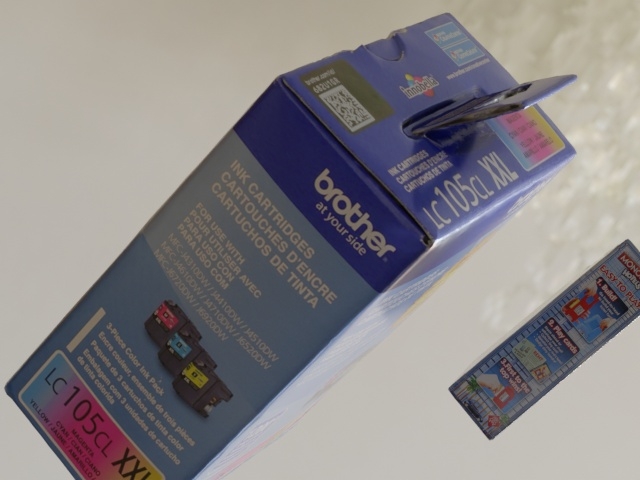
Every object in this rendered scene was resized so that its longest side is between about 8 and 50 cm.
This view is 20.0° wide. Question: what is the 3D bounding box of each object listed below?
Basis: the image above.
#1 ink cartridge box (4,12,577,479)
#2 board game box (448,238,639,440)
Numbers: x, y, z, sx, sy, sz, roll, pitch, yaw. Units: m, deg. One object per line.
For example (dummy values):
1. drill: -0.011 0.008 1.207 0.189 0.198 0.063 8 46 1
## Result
1. ink cartridge box: 0.000 0.000 1.238 0.151 0.395 0.270 47 31 8
2. board game box: 0.212 0.079 1.575 0.060 0.194 0.194 51 11 5
